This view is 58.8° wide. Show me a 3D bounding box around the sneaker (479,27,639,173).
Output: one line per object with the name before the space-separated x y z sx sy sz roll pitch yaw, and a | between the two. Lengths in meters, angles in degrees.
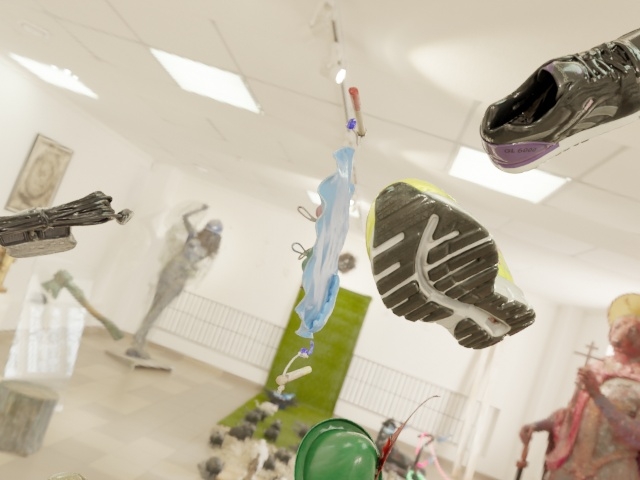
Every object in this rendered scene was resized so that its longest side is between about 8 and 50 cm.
sneaker | 0.338 -0.193 0.724 0.124 0.283 0.107 31 28 -60

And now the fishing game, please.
fishing game | 0.000 0.000 0.536 0.041 0.264 0.189 12 -3 9

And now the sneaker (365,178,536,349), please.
sneaker | 0.086 0.008 0.415 0.081 0.094 0.208 -28 -38 16

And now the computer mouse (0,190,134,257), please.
computer mouse | -0.351 -0.029 0.777 0.184 0.060 0.262 -12 -4 -17

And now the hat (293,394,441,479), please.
hat | 0.073 0.357 0.910 0.173 0.208 0.183 13 -26 -24

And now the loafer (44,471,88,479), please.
loafer | -0.217 0.248 0.429 0.056 0.148 0.050 -4 -36 3
